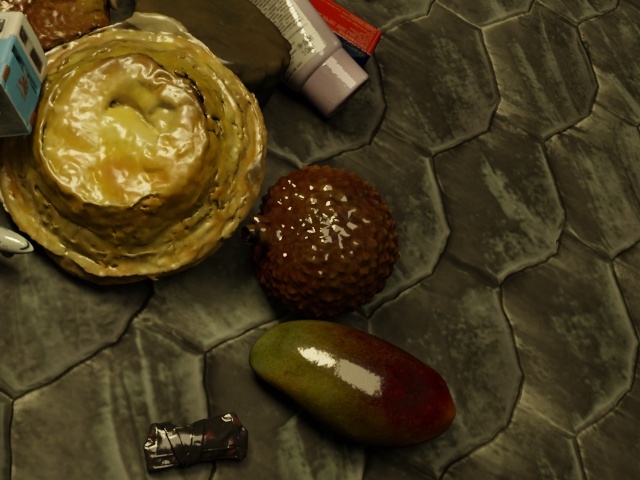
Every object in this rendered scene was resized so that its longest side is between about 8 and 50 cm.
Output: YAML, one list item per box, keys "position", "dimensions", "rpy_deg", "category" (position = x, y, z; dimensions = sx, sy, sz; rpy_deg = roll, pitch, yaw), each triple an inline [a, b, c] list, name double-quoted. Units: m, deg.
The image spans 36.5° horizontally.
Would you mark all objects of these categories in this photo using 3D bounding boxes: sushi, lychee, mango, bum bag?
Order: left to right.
- position: [-0.395, -0.301, 1.263]
  dimensions: [0.296, 0.167, 0.179]
  rpy_deg: [-32, 100, -31]
  category: "sushi"
- position: [-0.141, 0.230, 1.109]
  dimensions: [0.124, 0.034, 0.058]
  rpy_deg: [-4, 76, -27]
  category: "bum bag"
- position: [0.000, 0.000, 1.228]
  dimensions: [0.238, 0.200, 0.200]
  rpy_deg: [11, 53, -43]
  category: "lychee"
- position: [0.042, 0.176, 1.186]
  dimensions: [0.267, 0.111, 0.133]
  rpy_deg: [22, 64, -5]
  category: "mango"

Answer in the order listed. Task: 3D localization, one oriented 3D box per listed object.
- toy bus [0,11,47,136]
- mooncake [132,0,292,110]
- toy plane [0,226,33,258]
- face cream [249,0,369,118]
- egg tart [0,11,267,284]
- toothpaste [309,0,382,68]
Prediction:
- position: [-0.469, -0.185, 1.097]
  dimensions: [0.297, 0.106, 0.131]
  rpy_deg: [3, 58, 10]
  category: "toy bus"
- position: [-0.161, -0.260, 1.347]
  dimensions: [0.228, 0.124, 0.228]
  rpy_deg: [17, 39, -15]
  category: "mooncake"
- position: [-0.436, -0.025, 1.115]
  dimensions: [0.226, 0.058, 0.226]
  rpy_deg: [24, 59, -4]
  category: "toy plane"
- position: [-0.054, -0.306, 1.446]
  dimensions: [0.274, 0.154, 0.096]
  rpy_deg: [46, 29, -1]
  category: "face cream"
- position: [-0.229, -0.113, 1.151]
  dimensions: [0.341, 0.129, 0.341]
  rpy_deg: [0, 81, 0]
  category: "egg tart"
- position: [-0.062, -0.365, 1.506]
  dimensions: [0.320, 0.076, 0.066]
  rpy_deg: [31, 51, -4]
  category: "toothpaste"
